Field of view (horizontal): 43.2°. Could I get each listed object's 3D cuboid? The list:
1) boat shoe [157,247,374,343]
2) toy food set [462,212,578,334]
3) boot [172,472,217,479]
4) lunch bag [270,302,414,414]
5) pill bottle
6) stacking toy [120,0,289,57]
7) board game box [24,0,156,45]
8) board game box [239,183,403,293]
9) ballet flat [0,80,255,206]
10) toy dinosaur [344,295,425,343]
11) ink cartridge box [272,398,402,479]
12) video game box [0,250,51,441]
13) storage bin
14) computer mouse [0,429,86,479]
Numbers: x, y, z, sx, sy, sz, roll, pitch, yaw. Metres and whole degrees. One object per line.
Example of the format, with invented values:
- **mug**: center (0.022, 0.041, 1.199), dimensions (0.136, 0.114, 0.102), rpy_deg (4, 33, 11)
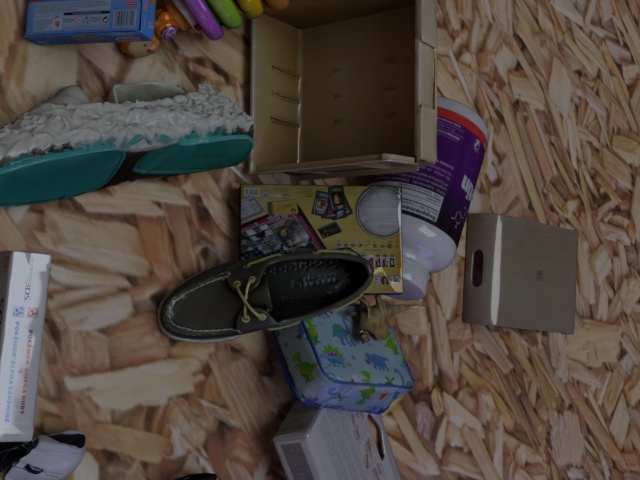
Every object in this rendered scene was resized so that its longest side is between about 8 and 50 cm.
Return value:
- **boat shoe**: center (-0.074, 0.071, 1.117), dimensions (0.305, 0.091, 0.109), rpy_deg (-12, 86, -12)
- **toy food set**: center (0.415, 0.074, 1.663), dimensions (0.306, 0.092, 0.219), rpy_deg (9, 83, -34)
- **boot**: center (-0.243, 0.456, 1.026), dimensions (0.338, 0.118, 0.222), rpy_deg (-29, 105, -51)
- **lunch bag**: center (0.033, 0.173, 1.253), dimensions (0.219, 0.090, 0.176), rpy_deg (13, 42, -43)
- **pill bottle**: center (0.160, -0.071, 1.358), dimensions (0.181, 0.181, 0.323), rpy_deg (34, 66, -37)
- **stacking toy**: center (-0.140, -0.336, 1.075), dimensions (0.302, 0.175, 0.165), rpy_deg (-35, 76, 2)
- **board game box**: center (-0.275, -0.348, 0.988), dimensions (0.039, 0.160, 0.211), rpy_deg (19, 74, -74)
- **board game box**: center (0.000, 0.000, 1.209), dimensions (0.243, 0.042, 0.165), rpy_deg (1, 84, -8)
- **ballet flat**: center (-0.266, -0.135, 1.027), dimensions (0.409, 0.147, 0.147), rpy_deg (-14, 98, -45)
- **toy dinosaur**: center (0.087, 0.112, 1.282), dimensions (0.183, 0.053, 0.092), rpy_deg (-23, 80, -53)
- **ink cartridge box**: center (0.041, 0.370, 1.309), dimensions (0.261, 0.066, 0.296), rpy_deg (-48, 122, -62)
- **video game box**: center (-0.354, 0.106, 0.860), dimensions (0.048, 0.205, 0.187), rpy_deg (12, 79, -40)
- **storage bin**: center (0.033, -0.229, 1.191), dimensions (0.123, 0.260, 0.262), rpy_deg (6, 84, -55)
- **computer mouse**: center (-0.321, 0.254, 0.924), dimensions (0.106, 0.042, 0.193), rpy_deg (-47, 163, 4)
